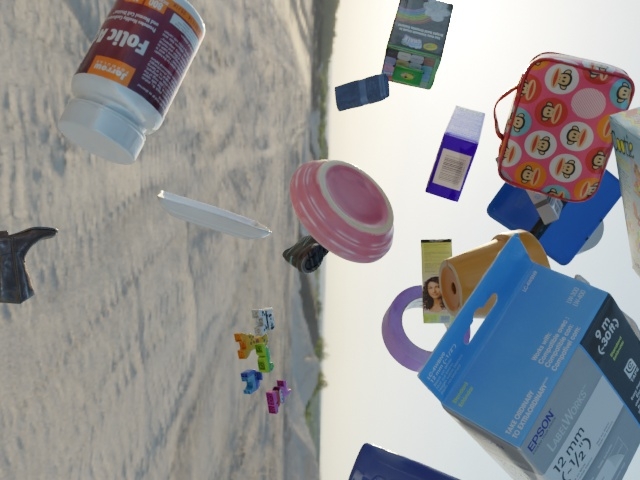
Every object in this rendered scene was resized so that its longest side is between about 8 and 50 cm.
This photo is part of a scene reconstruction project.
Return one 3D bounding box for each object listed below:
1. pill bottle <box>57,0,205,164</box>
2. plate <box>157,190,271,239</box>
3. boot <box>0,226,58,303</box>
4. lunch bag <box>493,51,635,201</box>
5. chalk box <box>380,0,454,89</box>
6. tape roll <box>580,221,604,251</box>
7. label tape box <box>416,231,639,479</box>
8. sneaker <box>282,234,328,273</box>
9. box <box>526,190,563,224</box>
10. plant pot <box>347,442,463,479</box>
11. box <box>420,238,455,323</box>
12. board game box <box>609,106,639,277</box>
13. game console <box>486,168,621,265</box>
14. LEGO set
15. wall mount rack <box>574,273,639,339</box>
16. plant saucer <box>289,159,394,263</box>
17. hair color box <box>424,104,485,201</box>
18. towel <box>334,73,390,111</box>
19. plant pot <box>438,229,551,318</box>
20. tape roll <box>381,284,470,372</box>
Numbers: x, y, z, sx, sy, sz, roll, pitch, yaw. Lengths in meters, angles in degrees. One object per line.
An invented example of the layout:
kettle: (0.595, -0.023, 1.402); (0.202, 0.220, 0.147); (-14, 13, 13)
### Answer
pill bottle: (-0.452, -0.396, 1.497); (0.224, 0.224, 0.392); (90, 20, -73)
plate: (-0.276, -0.059, 1.572); (0.277, 0.278, 0.045); (-148, -103, -75)
boot: (-0.445, 0.039, 0.953); (0.037, 0.106, 0.114); (-30, -106, 54)
lunch bag: (0.496, -0.244, 1.337); (0.120, 0.258, 0.293); (-52, 157, -59)
chalk box: (0.222, -0.450, 1.479); (0.132, 0.132, 0.213); (96, 10, -70)
tape roll: (0.908, -0.057, 2.270); (0.072, 0.219, 0.219); (114, -22, -72)
label tape box: (0.319, 0.195, 0.858); (0.249, 0.347, 0.115); (-52, -149, -17)
sneaker: (0.000, 0.000, 1.885); (0.267, 0.106, 0.101); (-33, 126, -36)
box: (0.527, -0.143, 1.526); (0.186, 0.038, 0.145); (61, 30, -4)
plant pot: (0.143, 0.495, 0.981); (0.212, 0.236, 0.236); (-55, 143, -34)
box: (0.307, 0.103, 1.637); (0.058, 0.087, 0.232); (77, 13, -52)
board game box: (0.543, -0.060, 0.930); (0.144, 0.142, 0.275); (-80, 152, -63)
game console: (0.678, -0.118, 1.813); (0.293, 0.250, 0.173); (-55, 147, 9)
LEGO set: (-0.124, 0.247, 1.359); (0.093, 0.087, 0.227); (-22, 106, -59)
wall mount rack: (0.655, 0.260, 1.483); (0.350, 0.130, 0.304); (112, -28, -56)
plant saucer: (0.075, -0.096, 1.676); (0.084, 0.332, 0.332); (-46, -151, 38)
hair color box: (0.404, -0.266, 1.856); (0.339, 0.110, 0.185); (-53, 160, -60)
towel: (0.091, -0.319, 1.358); (0.029, 0.119, 0.067); (48, 35, -57)
plant pot: (0.369, 0.091, 1.368); (0.205, 0.188, 0.205); (171, -90, -80)
tape roll: (0.339, 0.285, 2.019); (0.090, 0.275, 0.274); (112, -17, -58)
